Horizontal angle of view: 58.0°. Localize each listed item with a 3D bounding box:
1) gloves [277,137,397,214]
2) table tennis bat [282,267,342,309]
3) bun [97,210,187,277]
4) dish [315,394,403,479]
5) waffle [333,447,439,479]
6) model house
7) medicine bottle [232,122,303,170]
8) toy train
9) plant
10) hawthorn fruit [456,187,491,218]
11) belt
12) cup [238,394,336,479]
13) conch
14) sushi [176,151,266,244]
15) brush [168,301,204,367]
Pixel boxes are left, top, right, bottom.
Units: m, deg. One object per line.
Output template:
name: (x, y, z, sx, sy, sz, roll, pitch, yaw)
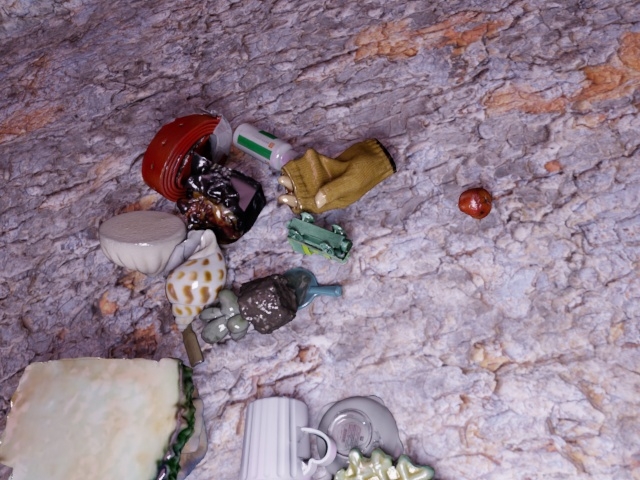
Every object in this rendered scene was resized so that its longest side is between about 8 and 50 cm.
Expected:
gloves: (0.045, -0.173, 1.641, 0.356, 0.155, 0.203, -18, 45, -15)
table tennis bat: (-0.035, 0.135, 1.574, 0.201, 0.033, 0.124, 0, 64, 25)
bun: (-0.530, 0.029, 1.742, 0.263, 0.175, 0.263, 3, 24, -1)
dish: (0.068, 0.460, 1.318, 0.224, 0.078, 0.246, 21, 70, 27)
waffle: (0.140, 0.602, 1.193, 0.291, 0.056, 0.309, 18, 75, 14)
model house: (-0.440, 0.528, 1.291, 0.395, 0.400, 0.446, -3, 58, 5)
medicine bottle: (-0.164, -0.288, 1.828, 0.260, 0.095, 0.095, 32, 76, 32)
toy train: (0.000, 0.001, 1.580, 0.200, 0.132, 0.083, 25, 67, 28)
plant: (-0.200, 0.188, 1.526, 0.274, 0.149, 0.146, -21, 11, 24)
hawthorn fruit: (0.404, -0.098, 1.522, 0.093, 0.093, 0.093, -9, 59, 15)
belt: (-0.414, -0.276, 1.833, 0.115, 0.227, 0.324, 33, 79, 29)
cup: (-0.074, 0.475, 1.321, 0.221, 0.167, 0.202, -2, 56, 0)
conch: (-0.351, 0.111, 1.610, 0.182, 0.149, 0.275, 8, 60, 52)
sushi: (-0.308, -0.100, 1.724, 0.227, 0.215, 0.212, 26, 76, 9)
brush: (-0.386, 0.246, 1.634, 0.043, 0.036, 0.248, -33, 56, 8)
